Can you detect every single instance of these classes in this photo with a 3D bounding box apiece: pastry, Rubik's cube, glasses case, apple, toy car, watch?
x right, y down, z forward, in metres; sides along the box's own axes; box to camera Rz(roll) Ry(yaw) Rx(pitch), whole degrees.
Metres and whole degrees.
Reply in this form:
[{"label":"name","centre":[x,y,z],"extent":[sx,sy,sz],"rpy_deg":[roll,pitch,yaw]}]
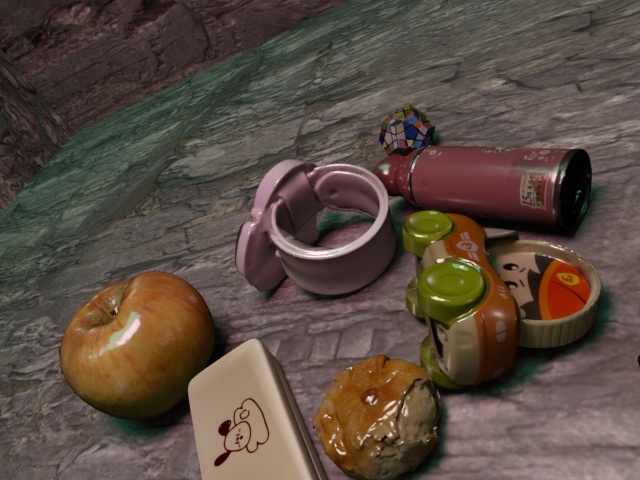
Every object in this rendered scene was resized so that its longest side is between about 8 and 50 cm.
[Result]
[{"label":"pastry","centre":[0.065,0.203,0.611],"extent":[0.153,0.081,0.153],"rpy_deg":[-32,28,20]},{"label":"Rubik's cube","centre":[0.170,-0.210,1.032],"extent":[0.093,0.111,0.111],"rpy_deg":[-19,27,-24]},{"label":"glasses case","centre":[-0.083,0.264,0.665],"extent":[0.131,0.070,0.313],"rpy_deg":[-34,33,-1]},{"label":"apple","centre":[-0.289,0.166,0.851],"extent":[0.261,0.194,0.260],"rpy_deg":[-22,33,15]},{"label":"toy car","centre":[0.219,0.058,0.643],"extent":[0.235,0.145,0.235],"rpy_deg":[-6,36,4]},{"label":"watch","centre":[0.000,0.000,0.876],"extent":[0.231,0.196,0.244],"rpy_deg":[26,64,29]}]

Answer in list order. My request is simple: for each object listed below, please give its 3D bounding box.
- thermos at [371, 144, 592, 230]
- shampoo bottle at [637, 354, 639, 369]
[{"label":"thermos","centre":[0.233,-0.099,0.815],"extent":[0.330,0.109,0.136],"rpy_deg":[12,47,44]},{"label":"shampoo bottle","centre":[0.417,0.061,0.492],"extent":[0.257,0.078,0.127],"rpy_deg":[-34,14,-1]}]
